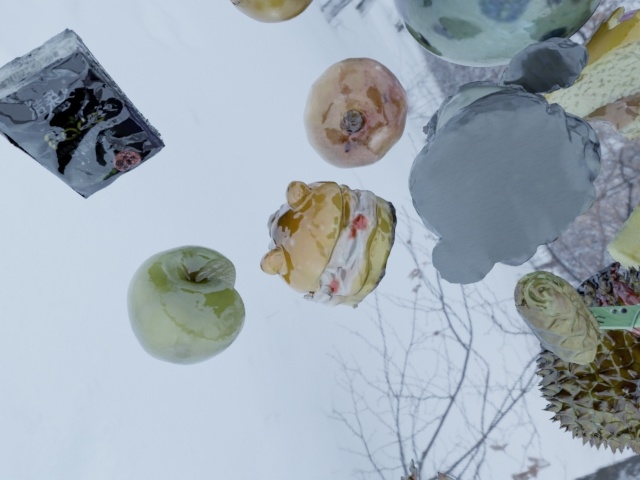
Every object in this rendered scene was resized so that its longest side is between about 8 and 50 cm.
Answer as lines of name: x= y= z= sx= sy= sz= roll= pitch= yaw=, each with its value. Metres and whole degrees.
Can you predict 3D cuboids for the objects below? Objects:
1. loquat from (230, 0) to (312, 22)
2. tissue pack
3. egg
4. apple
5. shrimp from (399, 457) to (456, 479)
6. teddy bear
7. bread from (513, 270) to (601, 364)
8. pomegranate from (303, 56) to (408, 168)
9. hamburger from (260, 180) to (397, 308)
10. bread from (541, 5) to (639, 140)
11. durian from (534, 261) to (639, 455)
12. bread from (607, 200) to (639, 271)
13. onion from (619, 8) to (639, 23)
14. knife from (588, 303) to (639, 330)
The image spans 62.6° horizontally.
loquat: x=-0.097 y=-0.552 z=1.026 sx=0.235 sy=0.235 sz=0.235 roll=47 pitch=25 yaw=-30
tissue pack: x=-0.513 y=-0.246 z=1.111 sx=0.123 sy=0.245 sz=0.332 roll=55 pitch=-3 yaw=31
egg: x=0.326 y=-0.506 z=1.000 sx=0.345 sy=0.345 sz=0.428 roll=38 pitch=7 yaw=-43
apple: x=-0.319 y=0.157 z=1.273 sx=0.292 sy=0.254 sz=0.292 roll=16 pitch=34 yaw=-12
shrimp: x=0.233 y=0.528 z=1.097 sx=0.187 sy=0.132 sz=0.051 roll=59 pitch=2 yaw=-20
teddy bear: x=0.179 y=-0.087 z=0.477 sx=0.144 sy=0.171 sz=0.251 roll=40 pitch=38 yaw=-6
bread: x=0.233 y=0.073 z=0.526 sx=0.110 sy=0.060 sz=0.066 roll=41 pitch=33 yaw=-32
pomegranate: x=0.107 y=-0.378 z=1.602 sx=0.338 sy=0.338 sz=0.338 roll=47 pitch=25 yaw=-30
hamburger: x=0.000 y=0.000 z=1.111 sx=0.237 sy=0.276 sz=0.276 roll=16 pitch=40 yaw=-21
bread: x=0.538 y=-0.303 z=0.903 sx=0.184 sy=0.224 sz=0.211 roll=37 pitch=61 yaw=-3
durian: x=0.563 y=0.192 z=0.903 sx=0.348 sy=0.384 sz=0.347 roll=31 pitch=39 yaw=-29
bread: x=0.729 y=-0.038 z=1.082 sx=0.178 sy=0.266 sz=0.142 roll=35 pitch=1 yaw=-13
onion: x=0.813 y=-0.512 z=1.445 sx=0.349 sy=0.267 sz=0.159 roll=4 pitch=33 yaw=-11
knife: x=0.340 y=0.079 z=0.547 sx=0.014 sy=0.207 sz=0.030 roll=53 pitch=41 yaw=-45
